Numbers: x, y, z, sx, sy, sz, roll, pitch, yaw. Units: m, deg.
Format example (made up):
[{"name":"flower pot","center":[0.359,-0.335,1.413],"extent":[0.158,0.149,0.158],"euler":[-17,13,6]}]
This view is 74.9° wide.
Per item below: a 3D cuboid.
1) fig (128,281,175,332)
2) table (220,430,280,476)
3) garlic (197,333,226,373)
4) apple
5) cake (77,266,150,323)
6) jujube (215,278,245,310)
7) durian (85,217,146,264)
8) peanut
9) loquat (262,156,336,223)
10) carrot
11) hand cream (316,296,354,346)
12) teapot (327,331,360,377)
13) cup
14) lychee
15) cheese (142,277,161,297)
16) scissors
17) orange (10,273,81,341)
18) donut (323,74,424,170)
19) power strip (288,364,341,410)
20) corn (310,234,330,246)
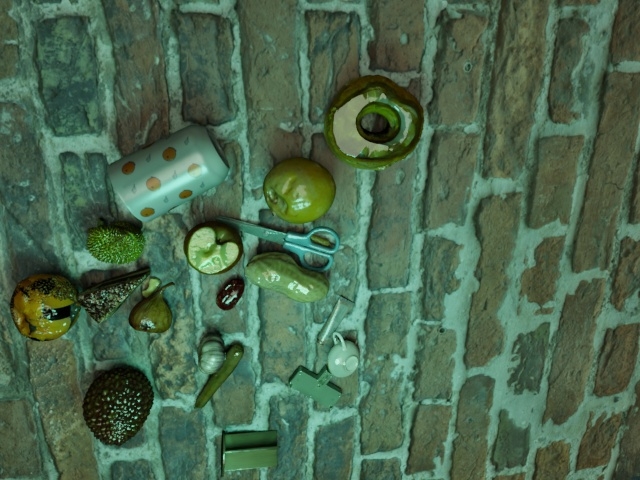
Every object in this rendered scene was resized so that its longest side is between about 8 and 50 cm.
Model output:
[{"name":"fig","center":[-0.597,0.232,1.495],"extent":[0.134,0.146,0.200],"euler":[19,96,34]},{"name":"table","center":[-0.285,0.853,1.696],"extent":[0.227,0.167,0.166],"euler":[2,106,-15]},{"name":"garlic","center":[-0.402,0.422,1.554],"extent":[0.102,0.159,0.147],"euler":[7,93,-25]},{"name":"apple","center":[-0.367,0.022,1.434],"extent":[0.195,0.160,0.173],"euler":[30,105,-15]},{"name":"cake","center":[-0.701,0.196,1.480],"extent":[0.246,0.112,0.134],"euler":[-17,110,-4]},{"name":"jujube","center":[-0.328,0.198,1.537],"extent":[0.077,0.077,0.129],"euler":[39,90,-14]},{"name":"durian","center":[-0.693,0.013,1.400],"extent":[0.199,0.159,0.145],"euler":[4,106,-5]},{"name":"peanut","center":[-0.115,0.135,1.505],"extent":[0.314,0.149,0.149],"euler":[27,102,-12]},{"name":"loquat","center":[-0.064,-0.170,1.385],"extent":[0.244,0.244,0.243],"euler":[-1,106,-5]},{"name":"carrot","center":[-0.400,0.537,1.631],"extent":[0.070,0.070,0.342],"euler":[32,105,-13]},{"name":"hand cream","center":[0.049,0.317,1.625],"extent":[0.067,0.043,0.209],"euler":[30,96,-20]},{"name":"teapot","center":[0.092,0.455,1.629],"extent":[0.145,0.092,0.226],"euler":[-23,112,-32]},{"name":"cup","center":[-0.464,-0.220,1.329],"extent":[0.318,0.212,0.212],"euler":[-26,107,1]},{"name":"lychee","center":[-0.734,0.611,1.518],"extent":[0.272,0.271,0.271],"euler":[-1,106,-5]},{"name":"cheese","center":[-0.617,0.173,1.521],"extent":[0.044,0.030,0.083],"euler":[36,102,-11]},{"name":"scissors","center":[-0.156,-0.013,1.503],"extent":[0.448,0.029,0.192],"euler":[17,119,-6]},{"name":"orange","center":[-0.933,0.223,1.417],"extent":[0.235,0.182,0.234],"euler":[10,113,24]},{"name":"donut","center":[0.178,-0.386,1.372],"extent":[0.331,0.160,0.329],"euler":[-1,99,-8]},{"name":"power strip","center":[-0.004,0.574,1.680],"extent":[0.216,0.061,0.145],"euler":[33,101,-14]},{"name":"corn","center":[0.000,0.000,1.532],"extent":[0.083,0.027,0.028],"euler":[23,123,-11]}]
